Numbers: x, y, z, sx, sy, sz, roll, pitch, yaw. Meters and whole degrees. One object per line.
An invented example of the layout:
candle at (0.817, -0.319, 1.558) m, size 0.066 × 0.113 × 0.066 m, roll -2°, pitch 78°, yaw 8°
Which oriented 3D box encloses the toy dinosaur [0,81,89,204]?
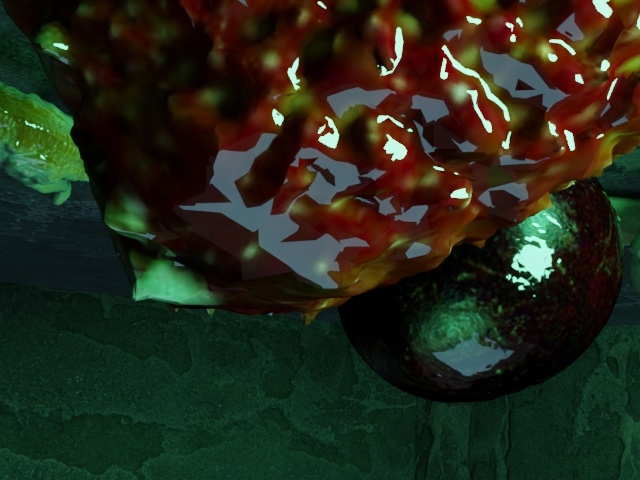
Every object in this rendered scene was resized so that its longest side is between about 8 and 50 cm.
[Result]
toy dinosaur at (-0.256, -0.087, 0.878) m, size 0.393 × 0.092 × 0.205 m, roll 27°, pitch 171°, yaw -6°

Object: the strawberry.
strawberry at (0.038, -0.109, 0.430) m, size 0.343 × 0.292 × 0.292 m, roll -12°, pitch 168°, yaw 6°

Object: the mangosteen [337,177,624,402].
mangosteen at (0.146, 0.010, 0.934) m, size 0.330 × 0.330 × 0.330 m, roll 3°, pitch 170°, yaw 1°

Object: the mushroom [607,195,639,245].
mushroom at (0.287, -0.027, 1.226) m, size 0.333 × 0.087 × 0.107 m, roll 2°, pitch 169°, yaw -7°

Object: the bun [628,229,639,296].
bun at (0.505, -0.002, 1.027) m, size 0.293 × 0.187 × 0.293 m, roll 10°, pitch 147°, yaw 7°
